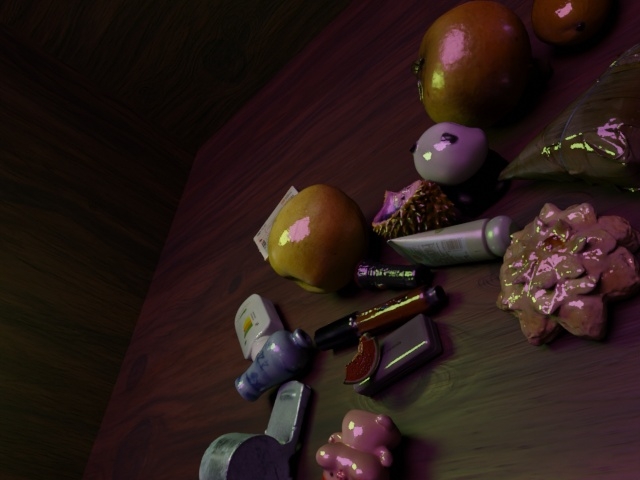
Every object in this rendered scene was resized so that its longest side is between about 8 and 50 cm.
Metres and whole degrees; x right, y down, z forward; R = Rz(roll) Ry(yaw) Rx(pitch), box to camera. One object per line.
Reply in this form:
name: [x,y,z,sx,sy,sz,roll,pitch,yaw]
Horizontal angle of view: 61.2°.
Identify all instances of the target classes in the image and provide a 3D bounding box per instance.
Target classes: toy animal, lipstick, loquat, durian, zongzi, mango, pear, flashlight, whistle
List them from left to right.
whistle: [-0.148,0.564,1.441,0.405,0.188,0.168,-36,7,-38]
pear: [0.000,0.000,1.596,0.314,0.314,0.314,-37,35,32]
toy animal: [0.083,0.468,1.158,0.171,0.171,0.197,-12,48,52]
lipstick: [0.143,0.204,1.406,0.418,0.077,0.077,-30,39,39]
flashlight: [0.190,0.097,1.434,0.232,0.093,0.093,3,64,53]
durian: [0.247,-0.060,1.404,0.260,0.186,0.153,109,-173,-79]
toy animal: [0.341,-0.192,1.341,0.187,0.235,0.165,-15,43,50]
loquat: [0.421,-0.455,1.419,0.359,0.328,0.328,0,49,5]
mango: [0.641,-0.621,1.390,0.195,0.142,0.331,-22,42,40]
zongzi: [0.566,-0.255,1.148,0.323,0.160,0.360,-58,22,-13]

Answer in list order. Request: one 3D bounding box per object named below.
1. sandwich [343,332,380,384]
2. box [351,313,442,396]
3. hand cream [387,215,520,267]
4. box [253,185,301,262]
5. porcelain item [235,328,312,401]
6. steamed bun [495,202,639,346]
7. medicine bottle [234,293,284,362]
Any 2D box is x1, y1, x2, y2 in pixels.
sandwich: [0.099,0.289,1.284,0.135,0.067,0.029,-55,4,-18]
box: [0.177,0.279,1.301,0.244,0.055,0.103,-41,33,28]
hand cream: [0.317,0.015,1.282,0.306,0.147,0.093,-15,50,43]
box: [-0.128,-0.053,2.053,0.274,0.091,0.221,-52,28,10]
porcelain item: [-0.135,0.362,1.592,0.259,0.141,0.141,-42,32,12]
steamed bun: [0.448,0.055,1.030,0.295,0.137,0.292,-31,41,35]
medicine bottle: [-0.198,0.309,1.787,0.161,0.111,0.296,-56,30,12]
